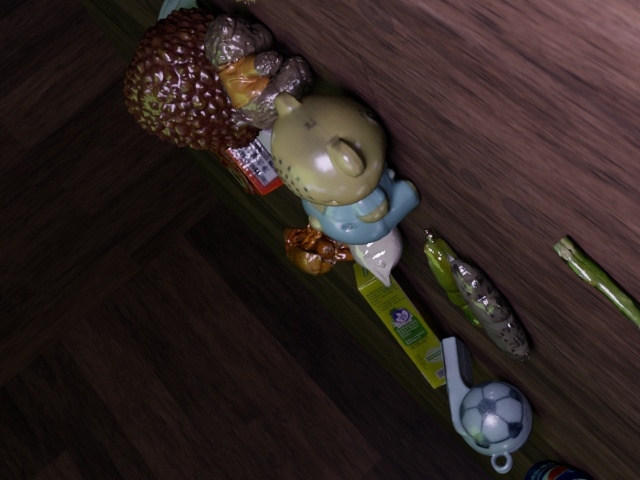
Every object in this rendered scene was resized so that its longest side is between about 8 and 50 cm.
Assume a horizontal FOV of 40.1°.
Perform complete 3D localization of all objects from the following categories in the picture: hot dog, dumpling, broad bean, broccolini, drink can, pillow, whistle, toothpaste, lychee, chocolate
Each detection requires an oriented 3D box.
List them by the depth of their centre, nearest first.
[{"bbox_3d":[0.338,0.096,0.927,0.254,0.058,0.071,43,128,17],"label":"broccolini"},{"bbox_3d":[0.279,0.123,1.378,0.241,0.051,0.093,55,175,-32],"label":"pillow"},{"bbox_3d":[0.219,0.063,1.433,0.213,0.048,0.070,52,172,-27],"label":"broad bean"},{"bbox_3d":[-0.210,-0.266,1.539,0.271,0.271,0.271,48,172,9],"label":"lychee"},{"bbox_3d":[0.098,-0.005,1.609,0.169,0.100,0.134,52,-174,-10],"label":"dumpling"},{"bbox_3d":[0.344,0.324,1.768,0.163,0.164,0.289,62,-160,-59],"label":"whistle"},{"bbox_3d":[0.509,0.531,1.840,0.118,0.118,0.205,49,172,0],"label":"drink can"},{"bbox_3d":[0.189,0.171,1.889,0.327,0.077,0.110,52,-166,-25],"label":"toothpaste"},{"bbox_3d":[0.000,0.000,1.995,0.349,0.158,0.117,-160,48,-82],"label":"hot dog"},{"bbox_3d":[-0.183,-0.220,2.085,0.237,0.108,0.235,52,170,-15],"label":"chocolate"}]

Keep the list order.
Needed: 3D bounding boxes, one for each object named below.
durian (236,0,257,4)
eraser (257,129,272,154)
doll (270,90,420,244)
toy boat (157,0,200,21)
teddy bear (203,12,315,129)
[{"bbox_3d":[-0.126,-0.371,1.175,0.110,0.071,0.140,40,164,46],"label":"durian"},{"bbox_3d":[-0.036,-0.182,1.552,0.076,0.078,0.298,52,172,-24],"label":"eraser"},{"bbox_3d":[0.025,-0.107,1.273,0.177,0.161,0.260,47,174,28],"label":"doll"},{"bbox_3d":[-0.252,-0.375,1.743,0.199,0.100,0.290,46,170,21],"label":"toy boat"},{"bbox_3d":[-0.106,-0.266,1.368,0.190,0.140,0.177,58,175,-2],"label":"teddy bear"}]
